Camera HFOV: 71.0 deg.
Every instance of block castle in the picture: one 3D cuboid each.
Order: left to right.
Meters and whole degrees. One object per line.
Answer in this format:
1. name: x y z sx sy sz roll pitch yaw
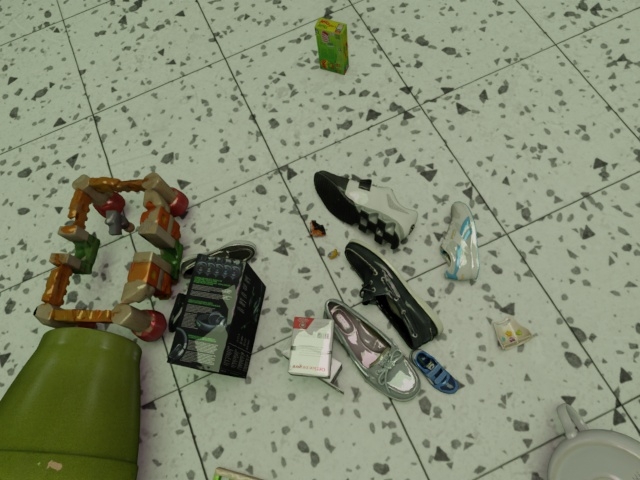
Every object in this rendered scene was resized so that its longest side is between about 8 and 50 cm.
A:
1. block castle: -0.549 0.045 1.251 0.303 0.213 0.452 -1 67 10

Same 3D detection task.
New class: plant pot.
1. plant pot: -0.587 0.409 1.068 0.367 0.366 0.352 -1 57 6

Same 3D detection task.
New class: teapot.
1. teapot: 0.625 0.521 0.967 0.253 0.187 0.255 10 87 38

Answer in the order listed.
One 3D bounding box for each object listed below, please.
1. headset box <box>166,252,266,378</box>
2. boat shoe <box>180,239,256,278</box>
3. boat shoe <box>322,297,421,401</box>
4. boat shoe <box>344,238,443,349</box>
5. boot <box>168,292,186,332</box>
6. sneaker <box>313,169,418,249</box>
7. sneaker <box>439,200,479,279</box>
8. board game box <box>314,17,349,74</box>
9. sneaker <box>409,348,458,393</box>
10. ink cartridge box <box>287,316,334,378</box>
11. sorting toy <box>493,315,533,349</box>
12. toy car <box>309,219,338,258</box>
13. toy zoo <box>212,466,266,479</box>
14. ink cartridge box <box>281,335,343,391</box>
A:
1. headset box: -0.246 0.190 1.140 0.131 0.246 0.282 8 71 8
2. boat shoe: -0.282 0.062 1.262 0.220 0.077 0.070 -17 29 -11
3. boat shoe: 0.124 0.275 1.146 0.118 0.103 0.320 -39 70 -9
4. boat shoe: 0.163 0.144 1.181 0.113 0.127 0.340 -37 79 -21
5. boot: -0.363 0.205 1.258 0.099 0.045 0.121 9 70 6
6. sneaker: 0.130 -0.115 1.299 0.331 0.122 0.146 37 59 18
7. sneaker: 0.376 -0.004 1.235 0.092 0.087 0.228 -3 67 7
8. board game box: 0.040 -0.623 1.450 0.092 0.181 0.043 21 73 13
9. sneaker: 0.285 0.330 1.133 0.144 0.059 0.053 39 76 17
10. ink cartridge box: -0.020 0.259 1.081 0.099 0.056 0.135 4 66 6
11. sorting toy: 0.487 0.236 1.159 0.083 0.045 0.075 -20 62 -1
12. toy car: 0.000 0.000 1.291 0.041 0.060 0.122 -39 59 25
13. toy zoo: -0.199 0.715 1.054 0.193 0.030 0.293 10 71 10
14. ink cartridge box: -0.004 0.316 1.145 0.180 0.104 0.060 28 72 14
